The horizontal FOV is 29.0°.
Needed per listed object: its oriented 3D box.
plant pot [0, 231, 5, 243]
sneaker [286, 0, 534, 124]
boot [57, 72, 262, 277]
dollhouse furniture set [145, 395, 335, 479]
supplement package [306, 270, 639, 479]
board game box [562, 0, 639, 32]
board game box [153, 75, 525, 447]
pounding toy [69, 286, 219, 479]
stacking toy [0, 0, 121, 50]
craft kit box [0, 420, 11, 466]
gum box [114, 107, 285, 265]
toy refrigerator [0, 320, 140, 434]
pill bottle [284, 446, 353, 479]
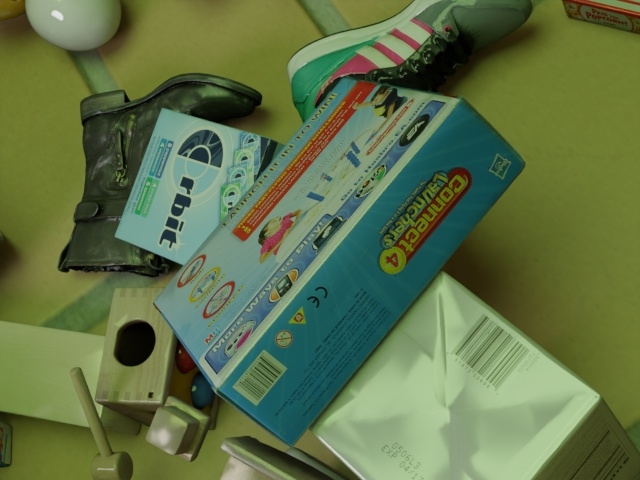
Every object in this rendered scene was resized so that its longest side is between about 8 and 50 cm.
[{"bbox_3d":[-0.561,0.032,1.468,0.256,0.256,0.274,34,86,29],"label":"plant pot"},{"bbox_3d":[0.104,-0.167,1.346,0.296,0.124,0.178,-21,58,22],"label":"sneaker"},{"bbox_3d":[-0.188,-0.068,1.462,0.263,0.091,0.228,-8,72,24],"label":"boot"},{"bbox_3d":[-0.029,0.354,1.135,0.356,0.174,0.303,27,96,22],"label":"dollhouse furniture set"},{"bbox_3d":[0.151,0.182,1.092,0.177,0.293,0.175,39,88,29],"label":"supplement package"},{"bbox_3d":[0.378,-0.291,1.331,0.194,0.045,0.146,19,78,28],"label":"board game box"},{"bbox_3d":[0.000,0.000,1.125,0.308,0.086,0.302,-50,20,-3],"label":"board game box"},{"bbox_3d":[-0.177,0.156,1.301,0.094,0.181,0.206,-1,69,22],"label":"pounding toy"},{"bbox_3d":[-0.457,-0.397,1.610,0.480,0.350,0.350,39,87,13],"label":"stacking toy"},{"bbox_3d":[-0.519,0.218,1.379,0.250,0.246,0.060,-11,67,17],"label":"craft kit box"},{"bbox_3d":[-0.130,-0.050,1.342,0.184,0.041,0.156,19,88,43],"label":"gum box"},{"bbox_3d":[-0.332,0.151,1.420,0.270,0.094,0.102,5,78,25],"label":"toy refrigerator"},{"bbox_3d":[-0.035,0.319,1.214,0.118,0.117,0.208,28,82,29],"label":"pill bottle"}]
